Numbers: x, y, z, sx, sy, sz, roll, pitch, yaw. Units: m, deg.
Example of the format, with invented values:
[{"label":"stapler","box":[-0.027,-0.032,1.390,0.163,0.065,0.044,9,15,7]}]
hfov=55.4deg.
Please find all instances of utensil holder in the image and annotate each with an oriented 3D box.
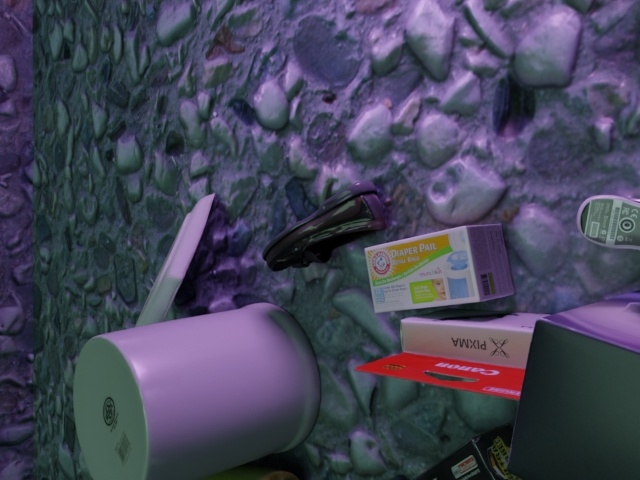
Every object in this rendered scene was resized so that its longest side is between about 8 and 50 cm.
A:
[{"label":"utensil holder","box":[-0.249,0.308,1.225,0.327,0.385,0.328,3,94,46]}]

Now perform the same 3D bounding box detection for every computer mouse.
[{"label":"computer mouse","box":[0.423,-0.018,0.761,0.192,0.042,0.106,17,109,38]}]

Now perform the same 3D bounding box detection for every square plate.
[{"label":"square plate","box":[-0.356,0.096,1.417,0.347,0.049,0.344,-57,16,31]}]

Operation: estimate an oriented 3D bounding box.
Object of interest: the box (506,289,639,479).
[{"label":"box","box":[0.402,0.181,0.614,0.296,0.293,0.183,17,105,43]}]

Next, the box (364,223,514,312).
[{"label":"box","box":[0.182,0.047,0.965,0.203,0.103,0.114,-15,82,45]}]

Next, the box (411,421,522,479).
[{"label":"box","box":[0.255,0.436,0.845,0.294,0.073,0.296,63,158,24]}]

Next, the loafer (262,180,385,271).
[{"label":"loafer","box":[0.000,0.000,1.153,0.302,0.109,0.095,-36,72,38]}]

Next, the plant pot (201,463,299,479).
[{"label":"plant pot","box":[-0.172,0.578,1.280,0.253,0.276,0.276,-15,82,33]}]

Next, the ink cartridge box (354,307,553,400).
[{"label":"ink cartridge box","box":[0.220,0.144,0.836,0.275,0.238,0.060,-2,92,46]}]
